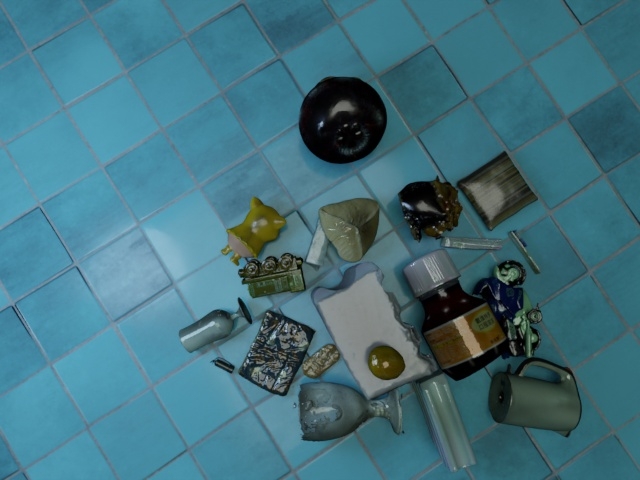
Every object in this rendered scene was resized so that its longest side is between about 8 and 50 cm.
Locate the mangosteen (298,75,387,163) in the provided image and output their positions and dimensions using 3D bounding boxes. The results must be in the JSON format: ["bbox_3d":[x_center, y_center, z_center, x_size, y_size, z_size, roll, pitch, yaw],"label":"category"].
[{"bbox_3d":[0.065,-0.407,1.640,0.300,0.300,0.300,0,85,-1],"label":"mangosteen"}]

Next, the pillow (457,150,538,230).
[{"bbox_3d":[0.624,-0.175,1.731,0.208,0.052,0.212,-33,84,-1],"label":"pillow"}]

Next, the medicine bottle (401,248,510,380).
[{"bbox_3d":[0.418,0.232,1.604,0.243,0.242,0.395,-30,80,-3],"label":"medicine bottle"}]

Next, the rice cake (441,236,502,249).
[{"bbox_3d":[0.529,0.011,1.722,0.211,0.034,0.043,2,82,-1],"label":"rice cake"}]

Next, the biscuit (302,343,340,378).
[{"bbox_3d":[0.002,0.415,1.685,0.147,0.018,0.071,-38,88,-3],"label":"biscuit"}]

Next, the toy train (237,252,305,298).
[{"bbox_3d":[-0.163,0.123,1.673,0.226,0.090,0.137,-12,97,3],"label":"toy train"}]

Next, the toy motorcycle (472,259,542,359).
[{"bbox_3d":[0.632,0.237,1.669,0.196,0.125,0.331,-10,82,0],"label":"toy motorcycle"}]

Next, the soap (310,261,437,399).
[{"bbox_3d":[0.130,0.257,1.499,0.213,0.435,0.350,-32,90,-4],"label":"soap"}]

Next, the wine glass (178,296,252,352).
[{"bbox_3d":[-0.353,0.287,1.648,0.231,0.103,0.103,-27,86,1],"label":"wine glass"}]

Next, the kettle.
[{"bbox_3d":[0.715,0.510,1.619,0.255,0.165,0.240,10,84,0],"label":"kettle"}]

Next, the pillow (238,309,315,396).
[{"bbox_3d":[-0.150,0.386,1.680,0.189,0.034,0.255,25,84,-1],"label":"pillow"}]

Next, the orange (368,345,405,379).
[{"bbox_3d":[0.168,0.311,1.242,0.095,0.085,0.085,15,85,-8],"label":"orange"}]

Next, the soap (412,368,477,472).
[{"bbox_3d":[0.398,0.576,1.603,0.095,0.173,0.289,-19,86,-3],"label":"soap"}]

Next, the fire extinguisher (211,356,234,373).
[{"bbox_3d":[-0.334,0.423,1.676,0.083,0.025,0.038,25,48,1],"label":"fire extinguisher"}]

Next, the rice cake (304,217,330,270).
[{"bbox_3d":[0.000,-0.001,1.697,0.069,0.063,0.206,21,84,-7],"label":"rice cake"}]

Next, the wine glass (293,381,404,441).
[{"bbox_3d":[0.086,0.552,1.598,0.357,0.190,0.190,0,85,-6],"label":"wine glass"}]

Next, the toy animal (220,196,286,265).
[{"bbox_3d":[-0.233,-0.023,1.654,0.156,0.156,0.229,39,83,2],"label":"toy animal"}]

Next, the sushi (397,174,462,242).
[{"bbox_3d":[0.379,-0.111,1.661,0.204,0.213,0.200,-19,109,11],"label":"sushi"}]

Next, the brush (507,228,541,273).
[{"bbox_3d":[0.722,0.038,1.726,0.030,0.033,0.178,-33,87,-18],"label":"brush"}]

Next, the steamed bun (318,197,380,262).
[{"bbox_3d":[0.121,-0.033,1.657,0.231,0.110,0.212,-15,101,-22],"label":"steamed bun"}]
